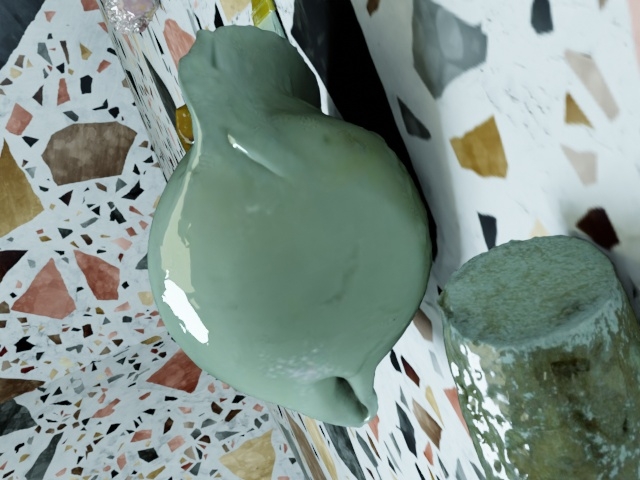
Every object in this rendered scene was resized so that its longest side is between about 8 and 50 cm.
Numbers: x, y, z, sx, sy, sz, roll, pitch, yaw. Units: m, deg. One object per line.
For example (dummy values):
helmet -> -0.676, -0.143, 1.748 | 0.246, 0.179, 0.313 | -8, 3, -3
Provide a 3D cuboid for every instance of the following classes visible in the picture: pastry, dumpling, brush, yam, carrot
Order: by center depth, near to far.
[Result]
yam -> 0.133, 0.100, 0.400 | 0.194, 0.107, 0.107 | 70, 166, -9
dumpling -> -0.004, 0.006, 0.617 | 0.212, 0.270, 0.320 | 33, 127, 22
brush -> -0.080, -0.290, 0.771 | 0.083, 0.011, 0.205 | -164, 52, -74
carrot -> -0.202, -0.161, 1.311 | 0.082, 0.082, 0.173 | -142, 34, -64
pastry -> -0.379, -0.518, 1.358 | 0.265, 0.103, 0.112 | 65, 160, -2
